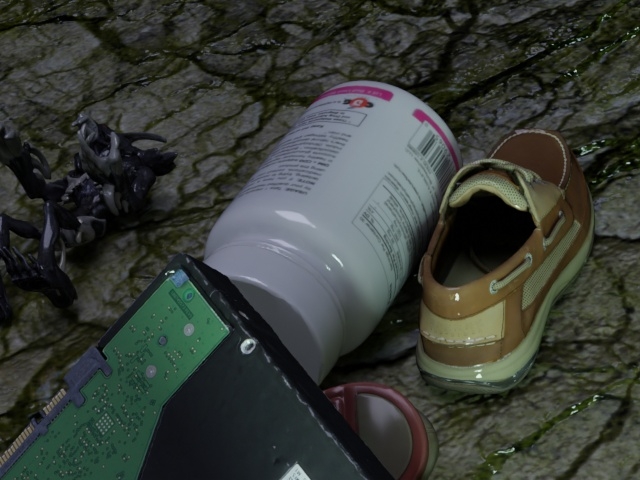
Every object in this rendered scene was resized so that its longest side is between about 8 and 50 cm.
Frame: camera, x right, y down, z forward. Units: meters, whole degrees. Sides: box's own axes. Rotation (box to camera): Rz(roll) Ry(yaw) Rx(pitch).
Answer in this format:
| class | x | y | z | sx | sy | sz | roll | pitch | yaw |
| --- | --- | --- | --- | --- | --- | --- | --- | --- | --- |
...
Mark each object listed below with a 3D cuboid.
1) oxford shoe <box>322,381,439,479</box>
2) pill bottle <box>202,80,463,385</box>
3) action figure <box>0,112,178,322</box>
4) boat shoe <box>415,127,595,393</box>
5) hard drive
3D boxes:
| class | x | y | z | sx | sy | sz | roll | pitch | yaw |
| --- | --- | --- | --- | --- | --- | --- | --- | --- | --- |
| oxford shoe | -0.072 | 0.206 | 1.331 | 0.348 | 0.130 | 0.123 | -17 | 73 | 13 |
| pill bottle | 0.000 | 0.000 | 1.538 | 0.160 | 0.160 | 0.283 | 7 | 38 | 26 |
| action figure | -0.242 | -0.052 | 1.717 | 0.164 | 0.141 | 0.275 | -7 | 34 | 29 |
| boat shoe | 0.158 | -0.009 | 1.535 | 0.122 | 0.120 | 0.324 | 0 | 36 | 18 |
| hard drive | -0.064 | 0.199 | 1.126 | 0.237 | 0.064 | 0.339 | -48 | 54 | 7 |
